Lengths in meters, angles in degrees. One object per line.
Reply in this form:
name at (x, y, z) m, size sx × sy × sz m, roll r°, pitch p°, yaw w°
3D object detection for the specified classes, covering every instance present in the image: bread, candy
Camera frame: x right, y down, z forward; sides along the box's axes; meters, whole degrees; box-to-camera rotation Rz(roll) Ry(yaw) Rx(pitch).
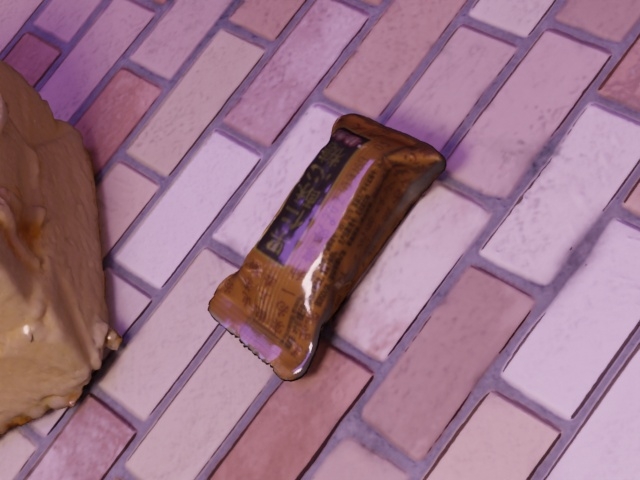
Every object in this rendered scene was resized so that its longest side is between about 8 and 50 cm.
bread at (-0.445, 0.019, 1.648) m, size 0.371 × 0.279 × 0.390 m, roll -25°, pitch 53°, yaw 18°
candy at (0.000, 0.000, 1.504) m, size 0.143 × 0.101 × 0.271 m, roll 31°, pitch 86°, yaw 35°
